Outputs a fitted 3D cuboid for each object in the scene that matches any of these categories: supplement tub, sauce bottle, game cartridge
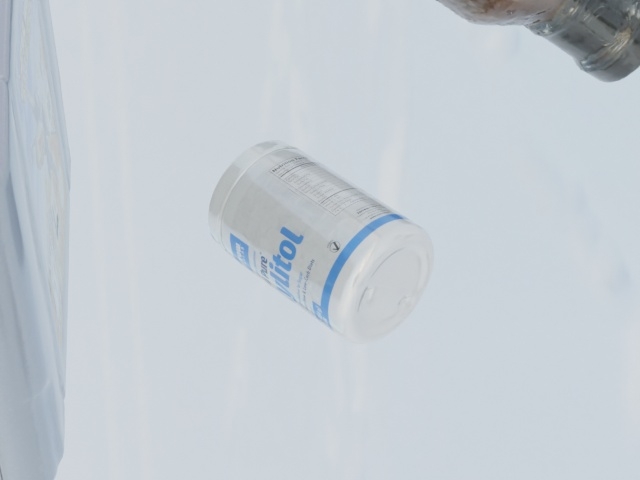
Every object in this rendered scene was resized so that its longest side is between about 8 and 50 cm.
[{"bbox_3d":[0.000,0.000,0.696,0.107,0.071,0.071,33,128,34],"label":"supplement tub"},{"bbox_3d":[0.088,-0.219,0.898,0.111,0.344,0.111,-42,32,34],"label":"sauce bottle"},{"bbox_3d":[-0.158,-0.046,0.644,0.297,0.062,0.198,-102,13,-51],"label":"game cartridge"}]
